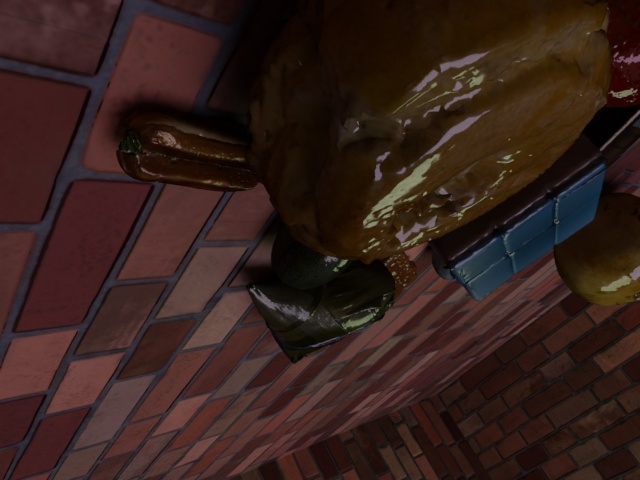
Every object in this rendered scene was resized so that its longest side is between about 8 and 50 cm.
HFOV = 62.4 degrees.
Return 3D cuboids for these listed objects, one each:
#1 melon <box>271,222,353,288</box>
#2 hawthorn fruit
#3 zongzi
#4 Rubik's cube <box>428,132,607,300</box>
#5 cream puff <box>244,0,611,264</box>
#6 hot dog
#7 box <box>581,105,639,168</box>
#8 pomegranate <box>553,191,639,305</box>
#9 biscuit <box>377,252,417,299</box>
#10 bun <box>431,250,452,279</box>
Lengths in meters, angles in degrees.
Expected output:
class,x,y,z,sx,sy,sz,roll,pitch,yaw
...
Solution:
class,x,y,z,sx,sy,sz,roll,pitch,yaw
melon,0.000,0.000,0.762,0.167,0.114,0.114,-42,152,19
hawthorn fruit,0.352,-0.240,0.603,0.196,0.225,0.196,-38,145,-33
zongzi,0.013,0.084,0.919,0.251,0.125,0.274,-28,147,-6
Rubik's cube,0.231,-0.077,0.757,0.225,0.221,0.231,-37,153,9
cream puff,0.076,-0.136,0.483,0.327,0.231,0.343,-29,160,6
hot dog,-0.127,-0.090,0.542,0.188,0.055,0.072,5,133,-50
box,0.427,-0.221,0.793,0.071,0.159,0.240,-1,142,-34
pomegranate,0.814,0.020,1.449,0.333,0.332,0.332,-25,153,-14
biscuit,0.134,0.093,1.145,0.183,0.043,0.280,-27,149,-17
bun,0.302,0.019,1.154,0.141,0.083,0.141,-33,162,-12
